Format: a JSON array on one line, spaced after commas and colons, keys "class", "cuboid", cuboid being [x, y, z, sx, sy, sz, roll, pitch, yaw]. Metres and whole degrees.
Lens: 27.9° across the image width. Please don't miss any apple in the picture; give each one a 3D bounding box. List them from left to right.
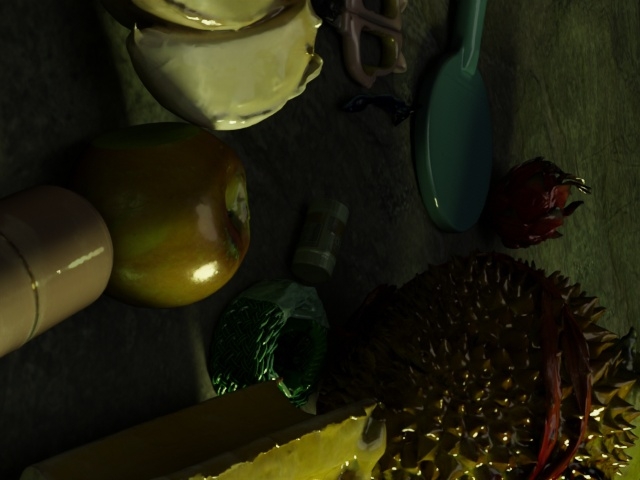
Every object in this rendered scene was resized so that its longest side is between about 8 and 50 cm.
[{"class": "apple", "cuboid": [-0.128, -0.020, 1.070, 0.163, 0.147, 0.146, -33, 118, -57]}]

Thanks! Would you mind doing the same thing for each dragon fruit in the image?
[{"class": "dragon fruit", "cuboid": [0.300, -0.052, 1.824, 0.121, 0.130, 0.142, 116, -1, -65]}]

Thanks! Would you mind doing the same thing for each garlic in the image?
[{"class": "garlic", "cuboid": [-0.115, -0.247, 1.093, 0.203, 0.185, 0.281, -14, 123, -34]}]

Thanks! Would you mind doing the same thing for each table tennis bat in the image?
[{"class": "table tennis bat", "cuboid": [0.187, -0.172, 1.723, 0.215, 0.044, 0.329, 19, 74, -57]}]

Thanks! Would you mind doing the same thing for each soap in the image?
[{"class": "soap", "cuboid": [-0.092, 0.293, 1.078, 0.335, 0.156, 0.293, -14, 112, -56]}]

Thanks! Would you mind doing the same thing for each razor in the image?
[{"class": "razor", "cuboid": [0.065, -0.160, 1.528, 0.155, 0.044, 0.028, -2, 61, -57]}]

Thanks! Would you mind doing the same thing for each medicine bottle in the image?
[{"class": "medicine bottle", "cuboid": [0.000, 0.000, 1.388, 0.047, 0.047, 0.083, 50, 47, -47]}]

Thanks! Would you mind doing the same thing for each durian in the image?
[{"class": "durian", "cuboid": [0.159, 0.177, 1.355, 0.384, 0.348, 0.347, -13, 100, -63]}]

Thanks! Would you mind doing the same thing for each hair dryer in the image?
[{"class": "hair dryer", "cuboid": [-0.268, -0.084, 0.898, 0.189, 0.107, 0.344, -34, 112, -56]}]

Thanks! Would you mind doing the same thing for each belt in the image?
[{"class": "belt", "cuboid": [-0.040, 0.106, 1.283, 0.121, 0.079, 0.151, 63, 38, -36]}]

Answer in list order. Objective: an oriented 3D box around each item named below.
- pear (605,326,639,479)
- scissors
[{"class": "pear", "cuboid": [0.305, 0.263, 1.635, 0.287, 0.287, 0.375, -12, 135, -59]}, {"class": "scissors", "cuboid": [0.023, -0.262, 1.461, 0.317, 0.024, 0.160, 5, 86, -60]}]
